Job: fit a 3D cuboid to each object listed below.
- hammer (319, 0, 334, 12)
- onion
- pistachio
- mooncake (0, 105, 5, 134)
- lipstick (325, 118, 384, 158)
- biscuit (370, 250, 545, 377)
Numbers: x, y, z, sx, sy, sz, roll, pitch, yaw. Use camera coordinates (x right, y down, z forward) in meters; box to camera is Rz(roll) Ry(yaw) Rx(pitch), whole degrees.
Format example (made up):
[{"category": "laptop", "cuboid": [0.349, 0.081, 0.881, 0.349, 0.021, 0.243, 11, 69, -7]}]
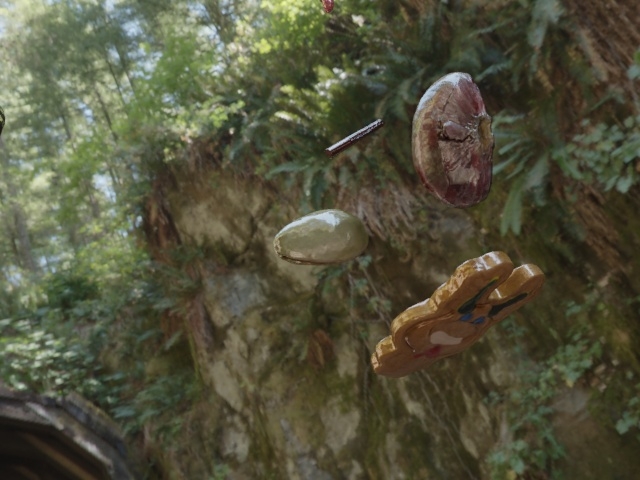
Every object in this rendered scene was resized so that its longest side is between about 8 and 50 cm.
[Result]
[{"category": "hammer", "cuboid": [0.006, -0.272, 0.701, 0.031, 0.083, 0.052, -3, -13, -8]}, {"category": "onion", "cuboid": [0.188, -0.147, 1.050, 0.098, 0.206, 0.151, -13, 4, -19]}, {"category": "pistachio", "cuboid": [0.000, 0.000, 1.310, 0.185, 0.126, 0.108, -6, -38, -10]}, {"category": "mooncake", "cuboid": [-0.679, -0.154, 1.217, 0.161, 0.290, 0.290, 21, -50, -28]}, {"category": "lipstick", "cuboid": [0.087, -0.247, 1.633, 0.176, 0.027, 0.027, -33, -23, -24]}, {"category": "biscuit", "cuboid": [0.224, 0.142, 1.168, 0.202, 0.047, 0.334, 21, -52, -42]}]
